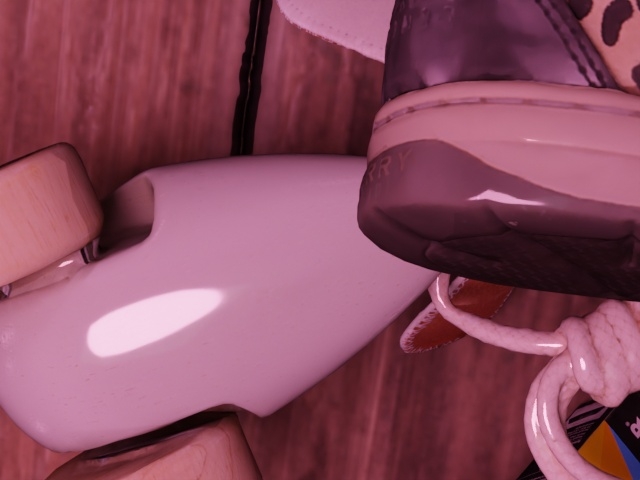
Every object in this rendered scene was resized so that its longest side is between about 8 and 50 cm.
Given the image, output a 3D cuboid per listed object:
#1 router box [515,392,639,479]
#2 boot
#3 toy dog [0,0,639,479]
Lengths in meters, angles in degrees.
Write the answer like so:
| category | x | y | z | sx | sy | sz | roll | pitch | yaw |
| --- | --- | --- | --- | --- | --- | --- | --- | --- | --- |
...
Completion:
| category | x | y | z | sx | sy | sz | roll | pitch | yaw |
| --- | --- | --- | --- | --- | --- | --- | --- | --- | --- |
| router box | 0.137 | 0.171 | 0.591 | 0.179 | 0.133 | 0.046 | 49 | 149 | -3 |
| boot | 0.197 | -0.119 | 0.462 | 0.377 | 0.138 | 0.284 | 3 | 78 | -10 |
| toy dog | 0.000 | 0.000 | 0.572 | 0.334 | 0.161 | 0.220 | -5 | 101 | -8 |
